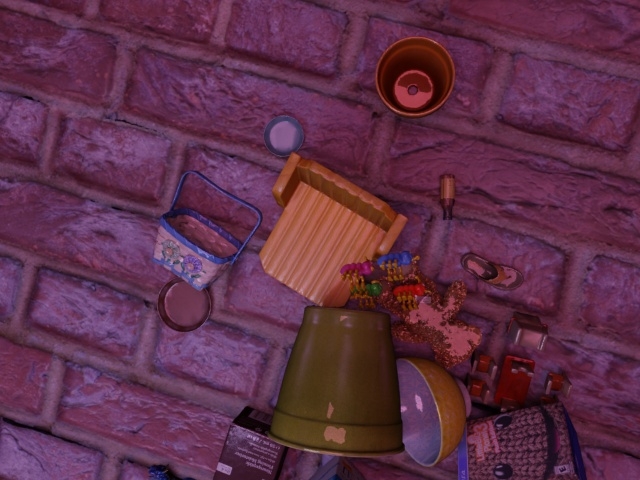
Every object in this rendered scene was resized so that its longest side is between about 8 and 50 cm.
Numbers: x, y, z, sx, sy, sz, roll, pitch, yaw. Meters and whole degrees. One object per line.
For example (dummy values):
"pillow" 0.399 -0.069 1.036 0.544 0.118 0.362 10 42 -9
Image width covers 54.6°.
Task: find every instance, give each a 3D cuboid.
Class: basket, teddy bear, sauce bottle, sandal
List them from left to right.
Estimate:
"basket" -0.326 -0.021 1.760 0.254 0.201 0.289 31 105 6
"teddy bear" 0.298 0.197 1.746 0.338 0.113 0.245 27 89 14
"sauce bottle" 0.359 -0.121 1.751 0.042 0.042 0.128 2 94 7
"sandal" 0.479 0.089 1.736 0.180 0.049 0.072 25 95 6

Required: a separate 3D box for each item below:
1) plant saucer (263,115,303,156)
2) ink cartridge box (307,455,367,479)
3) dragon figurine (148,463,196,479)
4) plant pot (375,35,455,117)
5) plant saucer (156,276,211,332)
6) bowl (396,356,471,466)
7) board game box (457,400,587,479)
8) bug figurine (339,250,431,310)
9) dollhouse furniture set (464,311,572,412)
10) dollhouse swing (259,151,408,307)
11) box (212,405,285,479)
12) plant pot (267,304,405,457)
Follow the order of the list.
"plant saucer" -0.107 -0.304 1.815 0.119 0.021 0.119 0 91 7
"ink cartridge box" 0.044 0.735 1.719 0.168 0.232 0.171 -42 86 4
"dragon figurine" -0.398 0.771 1.850 0.289 0.085 0.144 19 94 8
"plant pot" 0.254 -0.424 1.682 0.205 0.188 0.205 0 91 8
"plant saucer" -0.407 0.191 1.864 0.168 0.029 0.169 0 92 6
"bowl" 0.312 0.446 1.686 0.156 0.289 0.290 -10 90 -23
"board game box" 0.516 0.575 1.603 0.291 0.232 0.141 -21 118 22
"bug figurine" 0.166 0.100 1.610 0.216 0.279 0.072 -8 59 15
"dollhouse furniture set" 0.550 0.344 1.716 0.261 0.135 0.259 13 104 7
"dollhouse swing" 0.000 0.000 1.692 0.346 0.315 0.305 32 84 5
"box" -0.189 0.616 1.777 0.168 0.167 0.203 18 94 6
"plant pot" 0.057 0.358 1.666 0.366 0.366 0.353 5 84 7
